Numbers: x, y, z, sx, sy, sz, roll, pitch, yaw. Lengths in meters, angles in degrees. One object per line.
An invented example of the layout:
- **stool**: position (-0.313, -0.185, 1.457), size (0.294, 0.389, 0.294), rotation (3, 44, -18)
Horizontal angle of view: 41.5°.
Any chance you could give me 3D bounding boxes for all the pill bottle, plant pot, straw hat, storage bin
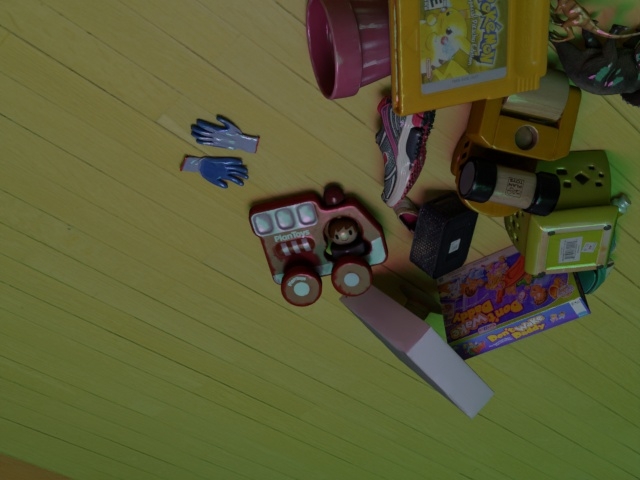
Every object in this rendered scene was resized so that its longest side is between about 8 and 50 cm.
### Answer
- **pill bottle**: position (0.716, -0.074, 2.060), size (0.043, 0.043, 0.083), rotation (23, 131, -25)
- **plant pot**: position (0.084, -0.383, 1.613), size (0.180, 0.201, 0.201), rotation (-13, 138, -12)
- **straw hat**: position (0.257, 0.181, 2.239), size (0.144, 0.061, 0.144), rotation (31, 166, 9)
- **plant pot**: position (0.560, -0.051, 1.960), size (0.227, 0.207, 0.228), rotation (-6, 137, 2)
- **storage bin**: position (0.295, -0.011, 2.023), size (0.122, 0.084, 0.180), rotation (-22, 135, -34)

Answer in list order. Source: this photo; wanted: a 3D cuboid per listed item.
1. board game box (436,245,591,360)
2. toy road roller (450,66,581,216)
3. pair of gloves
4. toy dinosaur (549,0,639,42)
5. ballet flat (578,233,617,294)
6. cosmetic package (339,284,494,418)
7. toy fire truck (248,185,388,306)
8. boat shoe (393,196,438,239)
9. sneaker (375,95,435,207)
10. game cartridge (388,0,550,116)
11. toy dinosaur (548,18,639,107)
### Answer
- **board game box**: position (0.477, 0.136, 2.134), size (0.347, 0.233, 0.078), rotation (-25, 133, 21)
- **toy road roller**: position (0.394, -0.215, 1.823), size (0.202, 0.240, 0.330), rotation (11, 98, -13)
- **pair of gloves**: position (-0.225, -0.196, 1.902), size (0.159, 0.023, 0.198), rotation (12, 135, -15)
- **toy dinosaur**: position (0.497, -0.424, 1.624), size (0.211, 0.064, 0.112), rotation (39, 151, -9)
- **ballet flat**: position (0.717, 0.049, 2.168), size (0.087, 0.083, 0.247), rotation (-17, 138, -5)
- **cosmetic package**: position (0.235, 0.262, 2.140), size (0.097, 0.377, 0.284), rotation (-49, 119, -4)
- **toy fire truck**: position (0.000, 0.000, 2.036), size (0.302, 0.169, 0.254), rotation (-13, 117, 9)
- **boat shoe**: position (0.234, -0.039, 2.062), size (0.063, 0.059, 0.170), rotation (-34, 129, 28)
- **sneaker**: position (0.173, -0.198, 1.869), size (0.112, 0.121, 0.299), rotation (24, 139, 15)
- **game cartridge**: position (0.280, -0.394, 1.563), size (0.323, 0.053, 0.285), rotation (-13, 118, -16)
- **toy dinosaur**: position (0.581, -0.351, 1.693), size (0.313, 0.121, 0.160), rotation (7, 108, -11)
